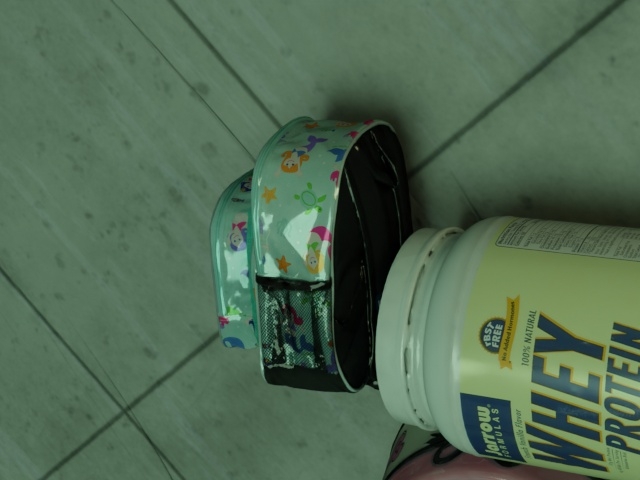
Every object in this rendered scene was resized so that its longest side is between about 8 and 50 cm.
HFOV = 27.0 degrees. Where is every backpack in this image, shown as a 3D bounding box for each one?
[{"bbox_3d":[0.000,0.000,1.354,0.191,0.225,0.253,9,115,20],"label":"backpack"}]

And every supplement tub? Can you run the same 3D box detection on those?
[{"bbox_3d":[0.239,0.100,1.257,0.325,0.235,0.235,6,118,28],"label":"supplement tub"}]

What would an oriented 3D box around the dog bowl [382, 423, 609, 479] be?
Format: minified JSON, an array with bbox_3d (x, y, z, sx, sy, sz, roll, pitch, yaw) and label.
[{"bbox_3d":[0.229,0.354,1.454,0.408,0.150,0.408,14,121,24],"label":"dog bowl"}]
